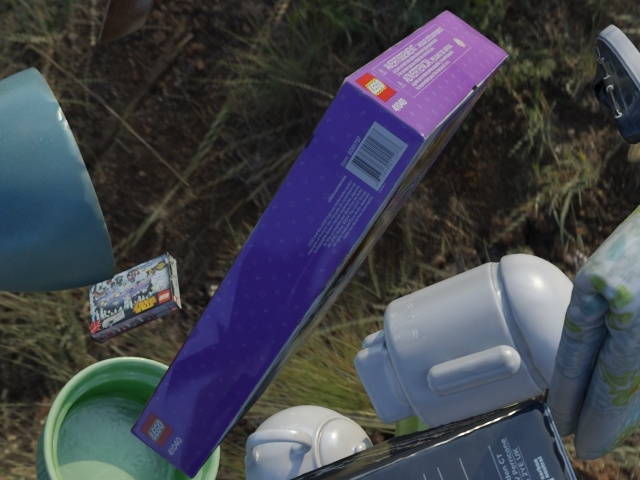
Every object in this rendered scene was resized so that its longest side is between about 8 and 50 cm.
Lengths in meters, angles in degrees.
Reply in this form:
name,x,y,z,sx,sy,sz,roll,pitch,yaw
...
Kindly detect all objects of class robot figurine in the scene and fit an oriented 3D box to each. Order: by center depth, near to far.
name,x,y,z,sx,sy,sz,roll,pitch,yaw
robot figurine,0.229,0.144,1.479,0.353,0.300,0.200,-23,101,16

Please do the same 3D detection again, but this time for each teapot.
name,x,y,z,sx,sy,sz,roll,pitch,yaw
teapot,0.006,0.384,1.760,0.187,0.256,0.253,-30,92,38

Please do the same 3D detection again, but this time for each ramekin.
name,x,y,z,sx,sy,sz,roll,pitch,yaw
ramekin,-0.339,0.366,1.772,0.303,0.148,0.303,12,62,-23

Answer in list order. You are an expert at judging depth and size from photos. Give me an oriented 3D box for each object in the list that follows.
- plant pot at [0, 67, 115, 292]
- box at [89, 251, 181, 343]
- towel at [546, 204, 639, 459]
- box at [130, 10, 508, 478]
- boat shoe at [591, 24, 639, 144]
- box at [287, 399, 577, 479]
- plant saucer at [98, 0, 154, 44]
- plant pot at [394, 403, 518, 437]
name,x,y,z,sx,sy,sz,roll,pitch,yaw
plant pot,-0.408,-0.052,1.314,0.195,0.290,0.290,-22,67,-18
box,-0.272,0.083,1.509,0.137,0.027,0.094,-24,48,11
towel,0.351,0.034,0.987,0.090,0.374,0.320,37,70,25
box,0.000,0.000,0.680,0.057,0.201,0.293,37,121,5
boat shoe,0.209,-0.110,0.716,0.040,0.142,0.049,-35,113,17
box,0.013,0.322,0.941,0.395,0.293,0.212,-16,80,-28
plant saucer,-0.142,-0.255,0.866,0.036,0.198,0.199,16,77,-13
plant pot,0.226,0.311,1.671,0.276,0.276,0.254,-9,54,13
